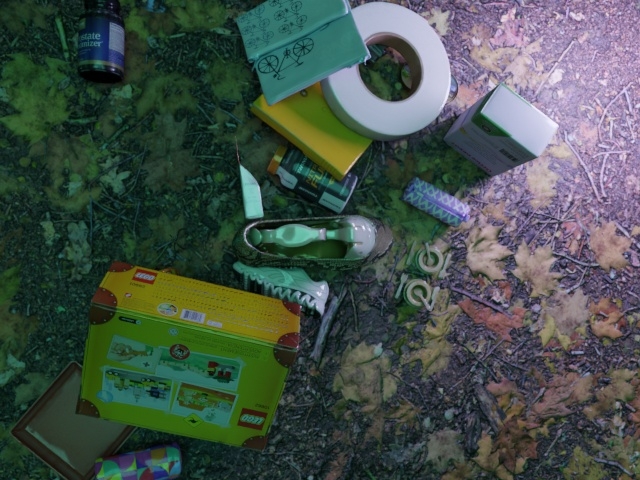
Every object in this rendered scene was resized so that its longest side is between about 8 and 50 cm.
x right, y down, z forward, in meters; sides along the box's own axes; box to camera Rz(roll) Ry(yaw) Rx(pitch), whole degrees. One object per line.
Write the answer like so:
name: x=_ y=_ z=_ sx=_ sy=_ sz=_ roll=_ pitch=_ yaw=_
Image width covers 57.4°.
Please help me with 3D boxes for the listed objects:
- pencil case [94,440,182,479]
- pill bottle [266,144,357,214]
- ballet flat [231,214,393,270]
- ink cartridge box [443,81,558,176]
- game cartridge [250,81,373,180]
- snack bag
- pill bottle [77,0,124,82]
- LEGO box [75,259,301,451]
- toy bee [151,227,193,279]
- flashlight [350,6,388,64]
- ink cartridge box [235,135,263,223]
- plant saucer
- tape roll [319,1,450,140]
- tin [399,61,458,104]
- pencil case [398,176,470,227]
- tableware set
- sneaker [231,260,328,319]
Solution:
pencil case: x=-0.495 y=0.619 z=1.586 sx=0.236 sy=0.104 sz=0.105 roll=-8 pitch=89 yaw=-20
pill bottle: x=-0.029 y=-0.183 z=1.681 sx=0.245 sy=0.130 sz=0.131 roll=26 pitch=85 yaw=-6
ballet flat: x=0.000 y=0.000 z=1.623 sx=0.481 sy=0.182 sz=0.164 roll=-2 pitch=78 yaw=-14
ink cartridge box: x=0.507 y=-0.308 z=1.680 sx=0.201 sy=0.278 sz=0.117 roll=36 pitch=81 yaw=-4
game cartridge: x=0.006 y=-0.362 z=1.676 sx=0.323 sy=0.053 sz=0.285 roll=39 pitch=60 yaw=-2
snack bag: x=-0.059 y=-0.558 z=1.603 sx=0.322 sy=0.037 sz=0.343 roll=-22 pitch=66 yaw=13
pill bottle: x=-0.610 y=-0.562 z=1.630 sx=0.122 sy=0.123 sz=0.220 roll=0 pitch=88 yaw=-7
LEGO box: x=-0.335 y=0.305 z=1.505 sx=0.499 sy=0.193 sz=0.373 roll=15 pitch=119 yaw=-8
toy bee: x=-0.431 y=0.136 z=1.603 sx=0.195 sy=0.162 sz=0.299 roll=-26 pitch=81 yaw=33
flashlight: x=0.065 y=-0.647 z=1.731 sx=0.304 sy=0.103 sz=0.103 roll=41 pitch=39 yaw=-7
ink cartridge box: x=-0.200 y=-0.163 z=1.635 sx=0.056 sy=0.181 sz=0.225 roll=-5 pitch=87 yaw=-8
plant saucer: x=-0.667 y=0.507 z=1.617 sx=0.258 sy=0.048 sz=0.259 roll=41 pitch=84 yaw=-4
tape roll: x=0.186 y=-0.480 z=1.665 sx=0.391 sy=0.072 sz=0.393 roll=2 pitch=84 yaw=-16
tin: x=0.330 y=-0.484 z=1.786 sx=0.189 sy=0.040 sz=0.106 roll=28 pitch=81 yaw=-5
pencil case: x=0.343 y=-0.115 z=1.746 sx=0.206 sy=0.088 sz=0.087 roll=26 pitch=87 yaw=-6
tableware set: x=0.313 y=0.109 z=1.757 sx=0.128 sy=0.039 sz=0.194 roll=20 pitch=85 yaw=-6
sneaker: x=-0.113 y=0.121 z=1.684 sx=0.291 sy=0.110 sz=0.118 roll=24 pitch=61 yaw=0
